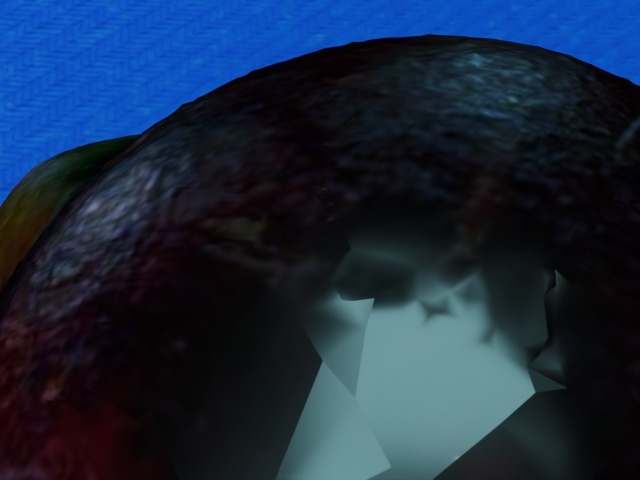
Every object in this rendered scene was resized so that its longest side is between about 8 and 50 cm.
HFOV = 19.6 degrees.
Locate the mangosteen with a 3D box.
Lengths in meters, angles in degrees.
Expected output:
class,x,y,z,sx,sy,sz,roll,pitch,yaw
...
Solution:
class,x,y,z,sx,sy,sz,roll,pitch,yaw
mangosteen,0.018,0.100,0.530,0.330,0.330,0.330,-1,47,2
